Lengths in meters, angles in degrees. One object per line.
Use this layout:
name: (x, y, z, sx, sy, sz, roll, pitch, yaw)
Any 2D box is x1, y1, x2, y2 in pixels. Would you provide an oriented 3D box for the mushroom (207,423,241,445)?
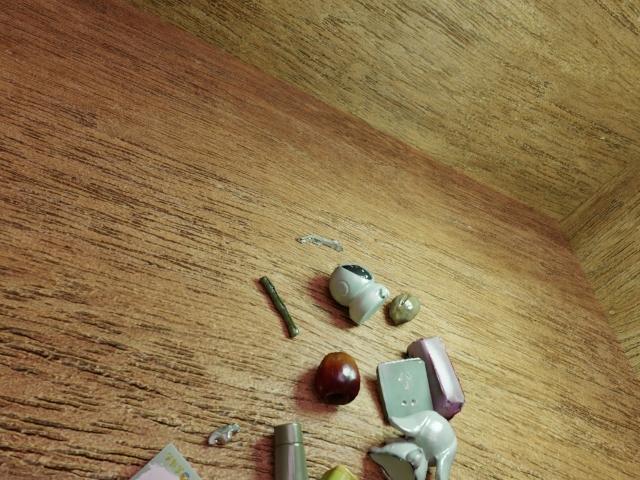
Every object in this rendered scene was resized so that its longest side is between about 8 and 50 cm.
mushroom: (-0.273, 0.551, 1.153, 0.101, 0.019, 0.049, -12, 58, -40)

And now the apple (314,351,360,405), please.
apple: (0.060, 0.458, 1.374, 0.156, 0.146, 0.158, 5, 43, -1)

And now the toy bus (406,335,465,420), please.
toy bus: (0.441, 0.525, 1.562, 0.128, 0.147, 0.302, 4, 47, -23)

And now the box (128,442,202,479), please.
box: (-0.327, 0.683, 0.951, 0.343, 0.065, 0.200, 43, 41, 11)

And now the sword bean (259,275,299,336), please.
sword bean: (-0.153, 0.244, 1.522, 0.043, 0.038, 0.269, -8, 56, -45)

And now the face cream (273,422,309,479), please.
face cream: (-0.076, 0.689, 1.112, 0.138, 0.084, 0.341, 16, 49, -33)

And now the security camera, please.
security camera: (0.141, 0.200, 1.652, 0.236, 0.194, 0.195, 45, 41, 21)

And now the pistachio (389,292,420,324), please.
pistachio: (0.368, 0.293, 1.764, 0.124, 0.124, 0.185, 49, 36, 18)

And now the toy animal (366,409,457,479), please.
toy animal: (0.310, 0.667, 1.306, 0.249, 0.174, 0.289, 36, 41, 1)

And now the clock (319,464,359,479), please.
clock: (0.085, 0.732, 1.116, 0.202, 0.143, 0.096, 42, 48, 8)

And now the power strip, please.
power strip: (0.300, 0.549, 1.490, 0.199, 0.064, 0.213, 1, 64, -16)

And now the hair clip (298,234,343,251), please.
hair clip: (0.000, 0.000, 1.867, 0.226, 0.034, 0.072, 12, 41, -21)
